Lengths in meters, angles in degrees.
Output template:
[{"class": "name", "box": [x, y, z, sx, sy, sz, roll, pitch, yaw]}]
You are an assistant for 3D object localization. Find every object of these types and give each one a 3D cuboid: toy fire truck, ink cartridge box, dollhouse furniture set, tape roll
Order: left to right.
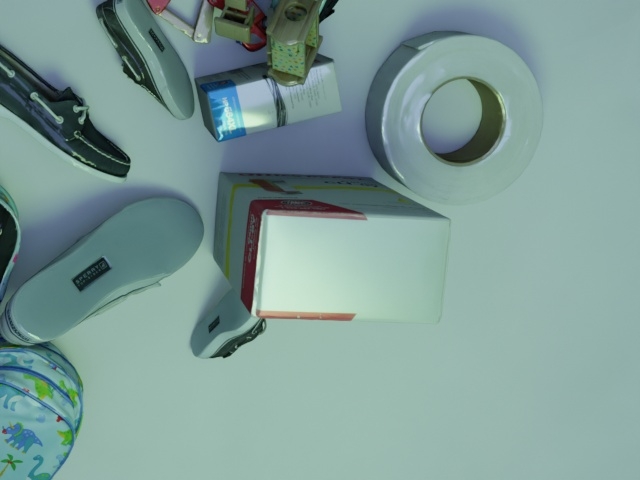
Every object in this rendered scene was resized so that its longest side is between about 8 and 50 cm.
[{"class": "toy fire truck", "box": [-0.172, -0.356, 1.783, 0.135, 0.047, 0.192, -41, 111, -1]}, {"class": "dollhouse furniture set", "box": [-0.086, -0.327, 1.643, 0.161, 0.182, 0.101, 17, 65, 8]}, {"class": "ink cartridge box", "box": [-0.083, -0.228, 1.785, 0.203, 0.148, 0.085, -14, 108, -10]}, {"class": "ink cartridge box", "box": [0.000, 0.000, 1.743, 0.279, 0.385, 0.160, 2, 101, -15]}, {"class": "tape roll", "box": [0.221, -0.205, 1.895, 0.286, 0.100, 0.286, -4, 105, -13]}]

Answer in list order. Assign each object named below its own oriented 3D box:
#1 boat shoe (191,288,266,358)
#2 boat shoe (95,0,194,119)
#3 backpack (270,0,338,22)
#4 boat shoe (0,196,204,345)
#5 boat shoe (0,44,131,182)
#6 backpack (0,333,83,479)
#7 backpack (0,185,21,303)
[{"class": "boat shoe", "box": [-0.130, 0.138, 1.857, 0.076, 0.080, 0.228, 12, 143, -30]}, {"class": "boat shoe", "box": [-0.270, -0.280, 1.771, 0.070, 0.077, 0.219, -16, 116, 27]}, {"class": "backpack", "box": [-0.015, -0.424, 1.743, 0.144, 0.166, 0.188, 20, 96, -9]}, {"class": "boat shoe", "box": [-0.351, 0.058, 1.798, 0.367, 0.156, 0.135, -39, 99, -35]}, {"class": "boat shoe", "box": [-0.407, -0.196, 1.730, 0.303, 0.114, 0.091, 32, 100, -20]}, {"class": "backpack", "box": [-0.521, 0.312, 1.782, 0.290, 0.273, 0.355, 41, 79, -13]}, {"class": "backpack", "box": [-0.567, 0.011, 1.701, 0.225, 0.191, 0.253, 20, 106, -21]}]
